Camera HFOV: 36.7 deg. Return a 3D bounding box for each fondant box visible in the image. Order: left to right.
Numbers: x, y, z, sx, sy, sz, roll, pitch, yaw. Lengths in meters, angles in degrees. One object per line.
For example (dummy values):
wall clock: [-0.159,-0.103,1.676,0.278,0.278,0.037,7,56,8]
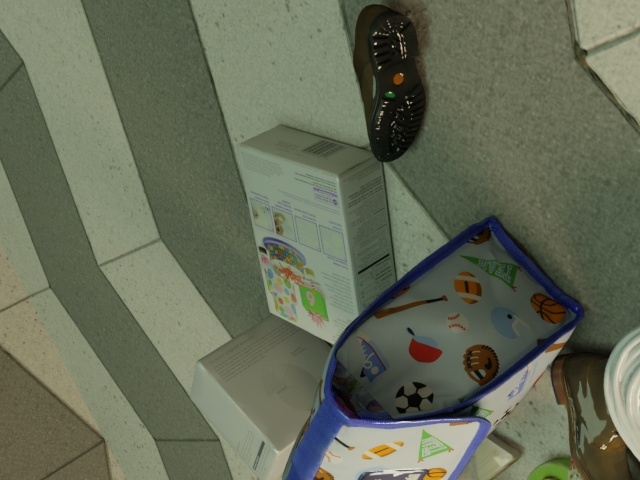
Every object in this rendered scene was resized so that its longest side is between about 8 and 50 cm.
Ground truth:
fondant box: [0.000,0.000,1.555,0.238,0.096,0.330,22,130,43]

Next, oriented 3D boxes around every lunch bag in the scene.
lunch bag: [0.122,0.207,1.288,0.239,0.385,0.328,46,143,21]

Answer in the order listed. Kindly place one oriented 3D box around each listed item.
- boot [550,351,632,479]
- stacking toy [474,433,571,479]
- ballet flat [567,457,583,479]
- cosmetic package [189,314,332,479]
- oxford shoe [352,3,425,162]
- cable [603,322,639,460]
boot: [0.380,0.246,1.247,0.106,0.082,0.219,-24,87,55]
stacking toy: [0.268,0.445,1.421,0.309,0.130,0.280,16,103,47]
ballet flat: [0.380,0.402,1.296,0.077,0.091,0.241,119,151,-77]
cosmetic package: [-0.077,0.275,1.746,0.225,0.224,0.138,45,144,21]
oxford shoe: [0.088,-0.213,1.308,0.096,0.082,0.227,-129,29,-49]
cable: [0.453,0.189,1.095,0.257,0.089,0.257,50,140,8]
